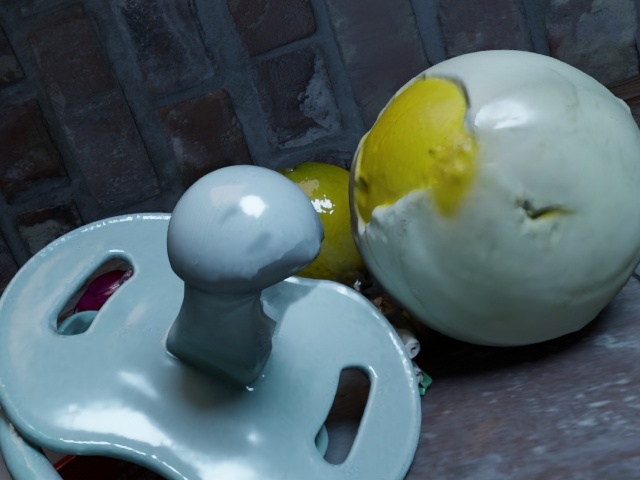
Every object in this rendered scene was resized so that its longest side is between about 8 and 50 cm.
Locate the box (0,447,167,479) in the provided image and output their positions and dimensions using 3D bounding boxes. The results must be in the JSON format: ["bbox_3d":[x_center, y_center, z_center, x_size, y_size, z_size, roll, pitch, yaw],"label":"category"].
[{"bbox_3d":[-0.235,0.211,0.556,0.182,0.099,0.133,-5,18,42],"label":"box"}]

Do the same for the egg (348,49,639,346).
[{"bbox_3d":[0.170,-0.044,0.627,0.283,0.283,0.345,-18,8,6],"label":"egg"}]

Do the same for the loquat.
[{"bbox_3d":[0.000,0.000,0.934,0.214,0.246,0.213,-26,-30,-16],"label":"loquat"}]

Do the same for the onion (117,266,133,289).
[{"bbox_3d":[-0.160,0.103,0.827,0.230,0.163,0.230,15,30,-9],"label":"onion"}]

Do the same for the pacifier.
[{"bbox_3d":[-0.075,0.066,0.440,0.344,0.269,0.288,21,45,3],"label":"pacifier"}]

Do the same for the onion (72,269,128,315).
[{"bbox_3d":[-0.323,0.122,1.003,0.173,0.135,0.198,-26,15,-17],"label":"onion"}]

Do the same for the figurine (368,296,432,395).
[{"bbox_3d":[0.076,0.104,0.636,0.083,0.083,0.187,-21,6,-8],"label":"figurine"}]
